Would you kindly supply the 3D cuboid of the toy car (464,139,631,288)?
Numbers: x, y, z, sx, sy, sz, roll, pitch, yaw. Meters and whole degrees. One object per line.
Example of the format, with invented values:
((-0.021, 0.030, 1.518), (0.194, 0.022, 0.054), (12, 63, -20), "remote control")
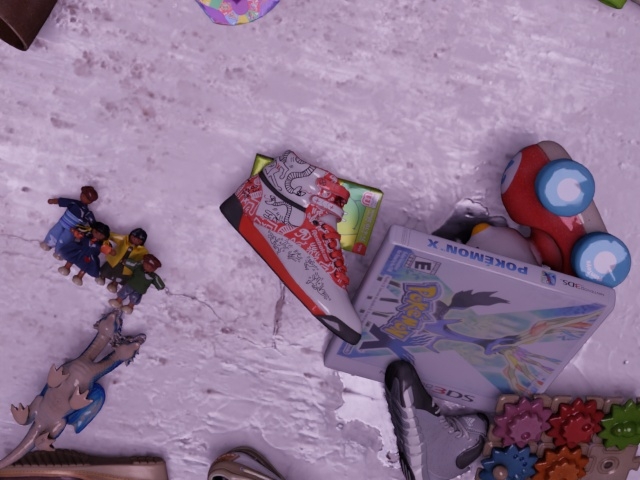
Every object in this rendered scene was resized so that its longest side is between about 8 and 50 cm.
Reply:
((0.256, 0.003, 1.822), (0.238, 0.219, 0.210), (-27, 100, 2), "toy car")

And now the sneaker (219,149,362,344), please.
((-0.001, -0.001, 1.780), (0.145, 0.090, 0.270), (-43, 66, 0), "sneaker")

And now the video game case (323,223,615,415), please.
((0.187, 0.120, 1.820), (0.300, 0.329, 0.036), (16, 53, -6), "video game case")

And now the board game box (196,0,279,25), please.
((-0.123, -0.371, 1.830), (0.133, 0.033, 0.168), (-38, 99, 3), "board game box")

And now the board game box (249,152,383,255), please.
((-0.014, -0.049, 1.885), (0.181, 0.043, 0.092), (16, 98, -6), "board game box")

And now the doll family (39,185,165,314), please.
((-0.293, 0.007, 1.860), (0.193, 0.076, 0.111), (31, 113, -12), "doll family")

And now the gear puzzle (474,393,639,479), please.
((0.392, 0.298, 1.933), (0.339, 0.044, 0.175), (3, 120, -16), "gear puzzle")

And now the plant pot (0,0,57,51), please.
((-0.386, -0.397, 1.739), (0.215, 0.215, 0.230), (39, 81, -9), "plant pot")

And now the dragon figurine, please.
((-0.351, 0.219, 1.879), (0.085, 0.144, 0.289), (40, 105, 5), "dragon figurine")

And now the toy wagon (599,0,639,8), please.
((0.534, -0.394, 1.850), (0.344, 0.068, 0.267), (28, 97, -7), "toy wagon")

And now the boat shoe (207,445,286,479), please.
((-0.037, 0.409, 1.887), (0.302, 0.103, 0.113), (36, 101, 10), "boat shoe")

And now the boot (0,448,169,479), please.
((-0.333, 0.403, 1.916), (0.248, 0.090, 0.206), (4, 97, -8), "boot")

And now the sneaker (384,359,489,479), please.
((0.169, 0.245, 1.917), (0.132, 0.086, 0.228), (-17, 124, -9), "sneaker")
